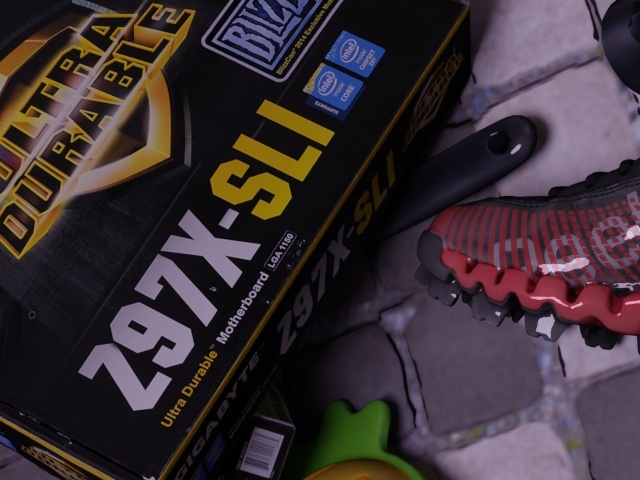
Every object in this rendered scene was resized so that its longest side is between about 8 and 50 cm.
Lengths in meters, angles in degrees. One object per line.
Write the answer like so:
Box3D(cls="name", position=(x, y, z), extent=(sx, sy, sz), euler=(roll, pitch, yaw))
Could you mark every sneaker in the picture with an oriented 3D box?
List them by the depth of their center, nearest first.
Box3D(cls="sneaker", position=(0.176, -0.007, 0.970), extent=(0.276, 0.098, 0.135), euler=(6, 89, 31))

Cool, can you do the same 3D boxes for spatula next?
Box3D(cls="spatula", position=(0.000, 0.000, 1.123), extent=(0.296, 0.030, 0.084), euler=(-27, 64, 28))

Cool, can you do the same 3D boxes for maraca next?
Box3D(cls="maraca", position=(0.014, 0.165, 1.061), extent=(0.127, 0.099, 0.185), euler=(-40, 39, 19))

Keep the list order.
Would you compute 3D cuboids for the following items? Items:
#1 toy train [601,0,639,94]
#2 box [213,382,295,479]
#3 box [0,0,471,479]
Box3D(cls="toy train", position=(0.260, -0.172, 0.842), extent=(0.334, 0.142, 0.190), euler=(-30, 25, 47))
Box3D(cls="box", position=(-0.069, 0.181, 1.104), extent=(0.036, 0.114, 0.207), euler=(18, 96, -10))
Box3D(cls="box", position=(-0.105, -0.041, 1.052), extent=(0.257, 0.079, 0.322), euler=(27, 69, 17))
